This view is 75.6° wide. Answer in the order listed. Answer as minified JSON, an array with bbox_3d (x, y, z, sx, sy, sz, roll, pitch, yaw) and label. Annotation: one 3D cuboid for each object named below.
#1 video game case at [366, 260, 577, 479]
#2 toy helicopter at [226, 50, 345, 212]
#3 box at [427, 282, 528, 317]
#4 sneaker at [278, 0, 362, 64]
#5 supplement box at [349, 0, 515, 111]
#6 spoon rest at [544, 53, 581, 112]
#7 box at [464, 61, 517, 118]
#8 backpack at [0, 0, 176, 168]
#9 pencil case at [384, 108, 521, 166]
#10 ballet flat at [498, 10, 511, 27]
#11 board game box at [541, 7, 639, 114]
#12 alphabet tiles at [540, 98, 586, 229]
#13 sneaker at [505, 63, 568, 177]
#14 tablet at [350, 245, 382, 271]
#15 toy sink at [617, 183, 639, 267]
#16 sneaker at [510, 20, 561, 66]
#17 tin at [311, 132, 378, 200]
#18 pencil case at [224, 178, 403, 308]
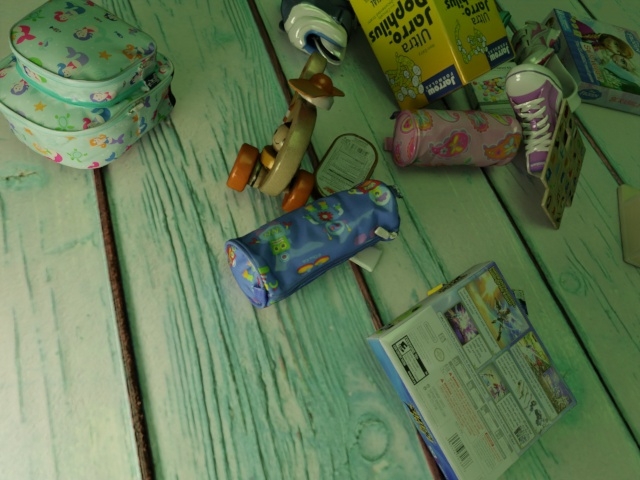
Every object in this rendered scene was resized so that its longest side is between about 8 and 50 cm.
[{"bbox_3d":[0.243,0.208,0.656,0.244,0.061,0.270,-29,87,-19],"label":"video game case"},{"bbox_3d":[-0.037,-0.238,0.745,0.140,0.235,0.355,22,54,-15],"label":"toy helicopter"},{"bbox_3d":[0.287,0.117,0.755,0.168,0.059,0.054,6,65,-13],"label":"box"},{"bbox_3d":[0.057,-0.516,0.989,0.322,0.130,0.236,-3,81,-29],"label":"sneaker"},{"bbox_3d":[0.227,-0.495,0.898,0.195,0.194,0.357,-34,101,-27],"label":"supplement box"},{"bbox_3d":[0.620,-0.387,1.063,0.137,0.084,0.276,56,45,-27],"label":"spoon rest"},{"bbox_3d":[0.451,-0.370,1.048,0.145,0.038,0.186,-5,64,-7],"label":"box"},{"bbox_3d":[-0.392,-0.256,0.686,0.225,0.191,0.253,31,65,0],"label":"backpack"},{"bbox_3d":[0.288,-0.218,0.894,0.284,0.124,0.124,-5,66,-17],"label":"pencil case"},{"bbox_3d":[0.464,-0.573,1.145,0.087,0.083,0.247,22,57,12],"label":"ballet flat"},{"bbox_3d":[0.850,-0.535,1.240,0.318,0.066,0.319,6,63,-13],"label":"board game box"},{"bbox_3d":[0.539,-0.155,0.916,0.198,0.009,0.237,33,74,-41],"label":"alphabet tiles"},{"bbox_3d":[0.486,-0.246,0.914,0.282,0.102,0.161,37,61,-36],"label":"sneaker"},{"bbox_3d":[0.071,0.018,0.775,0.083,0.006,0.054,31,60,0],"label":"tablet"},{"bbox_3d":[0.807,-0.046,0.944,0.152,0.131,0.234,23,60,-4],"label":"toy sink"},{"bbox_3d":[0.575,-0.527,1.147,0.111,0.103,0.252,31,54,6],"label":"sneaker"},{"bbox_3d":[0.049,-0.142,0.833,0.106,0.040,0.190,27,60,3],"label":"tin"},{"bbox_3d":[0.000,0.000,0.691,0.306,0.119,0.133,-26,47,-22],"label":"pencil case"}]
